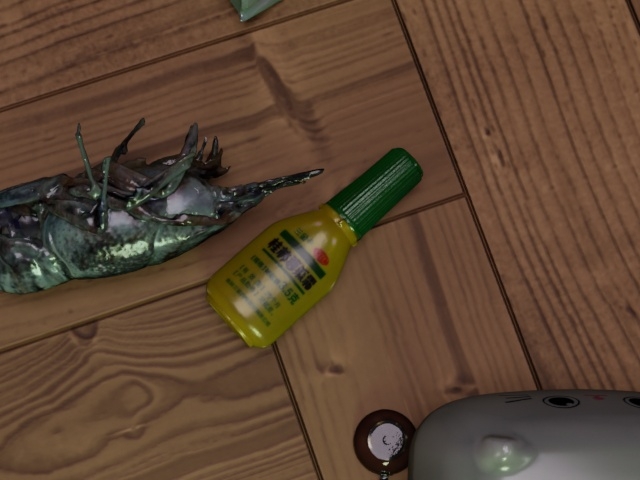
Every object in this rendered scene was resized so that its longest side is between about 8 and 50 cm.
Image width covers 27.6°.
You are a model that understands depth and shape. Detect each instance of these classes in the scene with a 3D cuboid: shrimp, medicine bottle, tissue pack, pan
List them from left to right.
[{"bbox_3d":[-0.187,-0.045,1.315,0.372,0.172,0.137,-24,76,1],"label":"shrimp"},{"bbox_3d":[0.000,0.000,1.368,0.260,0.064,0.095,-41,84,-9],"label":"medicine bottle"},{"bbox_3d":[0.067,0.232,1.349,0.068,0.023,0.115,4,79,-3],"label":"pan"},{"bbox_3d":[0.253,0.257,1.243,0.333,0.236,0.229,1,81,-4],"label":"tissue pack"}]

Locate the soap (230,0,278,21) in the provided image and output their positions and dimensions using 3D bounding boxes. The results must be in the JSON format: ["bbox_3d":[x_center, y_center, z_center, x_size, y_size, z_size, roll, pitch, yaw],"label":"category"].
[{"bbox_3d":[-0.029,-0.356,1.394,0.230,0.145,0.091,-40,75,-13],"label":"soap"}]
